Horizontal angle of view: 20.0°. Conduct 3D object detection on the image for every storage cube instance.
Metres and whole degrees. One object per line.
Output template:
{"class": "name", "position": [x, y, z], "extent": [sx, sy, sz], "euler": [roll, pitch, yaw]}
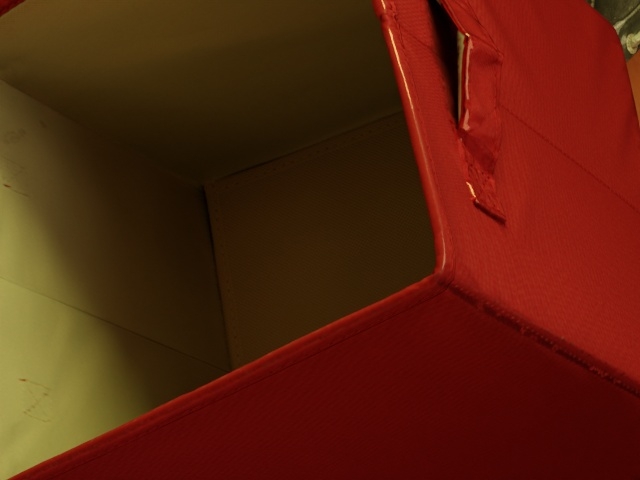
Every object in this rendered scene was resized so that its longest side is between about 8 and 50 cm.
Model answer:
{"class": "storage cube", "position": [0.000, 0.000, 0.637], "extent": [0.193, 0.215, 0.184], "euler": [28, 43, -48]}

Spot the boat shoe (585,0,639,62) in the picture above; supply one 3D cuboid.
{"class": "boat shoe", "position": [0.210, -0.181, 1.138], "extent": [0.105, 0.113, 0.306], "euler": [60, 35, -10]}
